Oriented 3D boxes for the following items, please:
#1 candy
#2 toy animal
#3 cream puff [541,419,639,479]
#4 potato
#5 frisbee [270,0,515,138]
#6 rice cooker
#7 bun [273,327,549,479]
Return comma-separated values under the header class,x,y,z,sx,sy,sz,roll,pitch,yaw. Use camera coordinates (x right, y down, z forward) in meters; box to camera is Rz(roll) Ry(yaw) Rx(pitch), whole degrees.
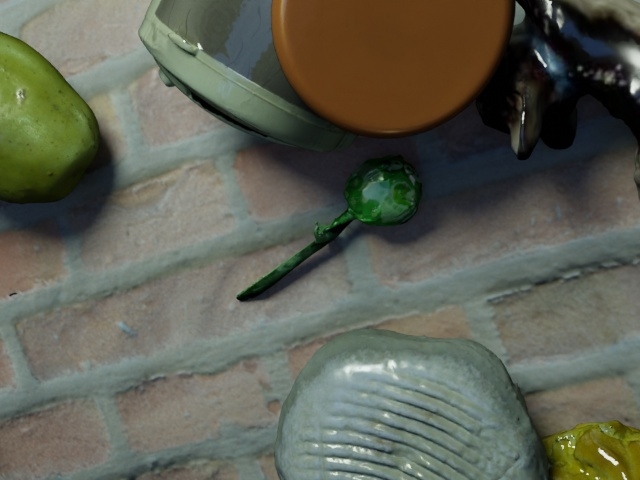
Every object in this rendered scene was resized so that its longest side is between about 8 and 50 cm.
class,x,y,z,sx,sy,sz,roll,pitch,yaw
candy,-0.002,-0.002,0.985,0.323,0.097,0.097,-37,88,23
toy animal,0.303,-0.178,0.806,0.344,0.194,0.302,8,100,30
cream puff,0.375,0.322,0.880,0.195,0.195,0.221,-33,92,16
potato,-0.455,-0.176,1.003,0.304,0.216,0.216,41,105,8
frisbee,0.075,-0.221,0.726,0.251,0.021,0.250,-3,115,-6
rice cooker,-0.042,-0.257,0.853,0.288,0.288,0.277,33,107,8
bun,0.112,0.278,0.928,0.354,0.194,0.354,1,95,13
